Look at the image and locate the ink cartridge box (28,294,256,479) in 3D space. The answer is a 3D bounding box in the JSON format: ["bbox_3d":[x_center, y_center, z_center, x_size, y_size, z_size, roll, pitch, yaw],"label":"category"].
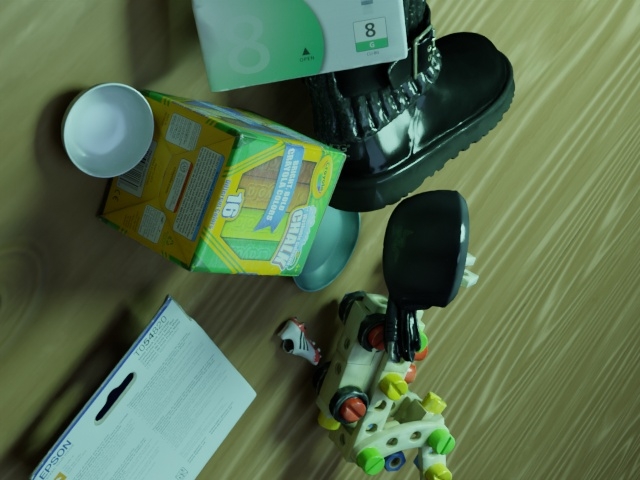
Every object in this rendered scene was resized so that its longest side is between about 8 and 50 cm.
[{"bbox_3d":[-0.183,0.187,1.206,0.223,0.045,0.224,-53,144,-17],"label":"ink cartridge box"}]

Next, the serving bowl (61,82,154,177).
[{"bbox_3d":[-0.186,-0.097,1.018,0.083,0.027,0.083,-15,119,-30],"label":"serving bowl"}]

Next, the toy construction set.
[{"bbox_3d":[0.104,0.153,1.479,0.215,0.151,0.328,8,99,-30],"label":"toy construction set"}]

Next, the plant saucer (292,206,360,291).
[{"bbox_3d":[0.000,0.000,1.351,0.119,0.021,0.119,-32,135,-39],"label":"plant saucer"}]

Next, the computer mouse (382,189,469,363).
[{"bbox_3d":[0.095,0.023,1.256,0.272,0.072,0.188,115,-18,-76],"label":"computer mouse"}]

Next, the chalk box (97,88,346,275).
[{"bbox_3d":[-0.075,-0.049,1.115,0.213,0.132,0.132,3,109,-54],"label":"chalk box"}]

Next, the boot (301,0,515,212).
[{"bbox_3d":[0.092,-0.215,1.237,0.348,0.131,0.260,-45,132,-46],"label":"boot"}]

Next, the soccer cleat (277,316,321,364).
[{"bbox_3d":[-0.026,0.124,1.397,0.035,0.029,0.083,-42,138,-16],"label":"soccer cleat"}]

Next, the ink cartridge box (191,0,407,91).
[{"bbox_3d":[-0.026,-0.248,1.009,0.181,0.056,0.225,-10,125,-1],"label":"ink cartridge box"}]
